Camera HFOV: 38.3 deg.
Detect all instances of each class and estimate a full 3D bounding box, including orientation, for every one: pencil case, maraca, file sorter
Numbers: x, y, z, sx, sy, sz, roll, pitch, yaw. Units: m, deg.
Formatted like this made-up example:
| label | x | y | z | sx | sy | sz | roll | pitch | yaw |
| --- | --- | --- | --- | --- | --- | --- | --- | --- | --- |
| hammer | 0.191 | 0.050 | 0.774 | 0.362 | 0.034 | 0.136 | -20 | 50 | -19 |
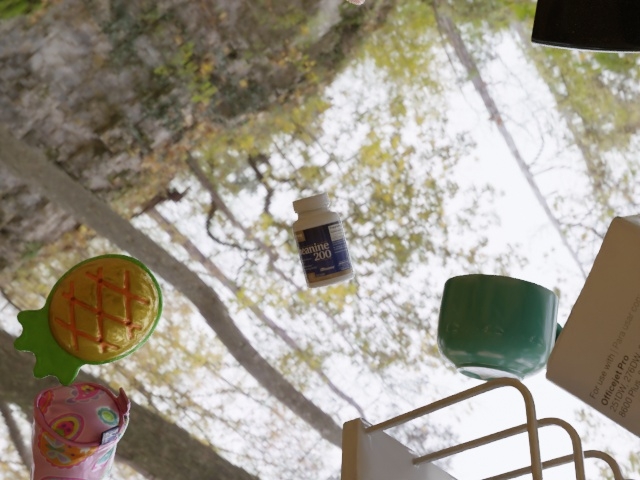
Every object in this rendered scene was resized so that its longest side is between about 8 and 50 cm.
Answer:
| label | x | y | z | sx | sy | sz | roll | pitch | yaw |
| --- | --- | --- | --- | --- | --- | --- | --- | --- | --- |
| pencil case | -0.319 | 0.310 | 1.178 | 0.124 | 0.284 | 0.124 | 14 | -151 | -8 |
| maraca | -0.280 | 0.095 | 1.118 | 0.185 | 0.127 | 0.099 | -34 | -179 | -5 |
| file sorter | 0.166 | 0.259 | 0.721 | 0.173 | 0.277 | 0.193 | -27 | -139 | 32 |

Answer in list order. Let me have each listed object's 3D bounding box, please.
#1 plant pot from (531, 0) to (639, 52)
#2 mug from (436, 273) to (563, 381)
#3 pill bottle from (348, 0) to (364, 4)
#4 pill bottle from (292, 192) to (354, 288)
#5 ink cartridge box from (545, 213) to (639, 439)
| label | x | y | z | sx | sy | sz | roll | pitch | yaw |
| --- | --- | --- | --- | --- | --- | --- | --- | --- | --- |
| plant pot | 0.366 | -0.314 | 1.034 | 0.167 | 0.188 | 0.187 | 25 | -136 | 29 |
| mug | 0.208 | 0.106 | 1.027 | 0.157 | 0.129 | 0.097 | 12 | -108 | 0 |
| pill bottle | 0.100 | -0.486 | 1.421 | 0.246 | 0.130 | 0.130 | -53 | -135 | -2 |
| pill bottle | 0.000 | 0.000 | 1.232 | 0.067 | 0.067 | 0.120 | -14 | -89 | 22 |
| ink cartridge box | 0.431 | 0.123 | 0.748 | 0.395 | 0.285 | 0.166 | 32 | -66 | 35 |
